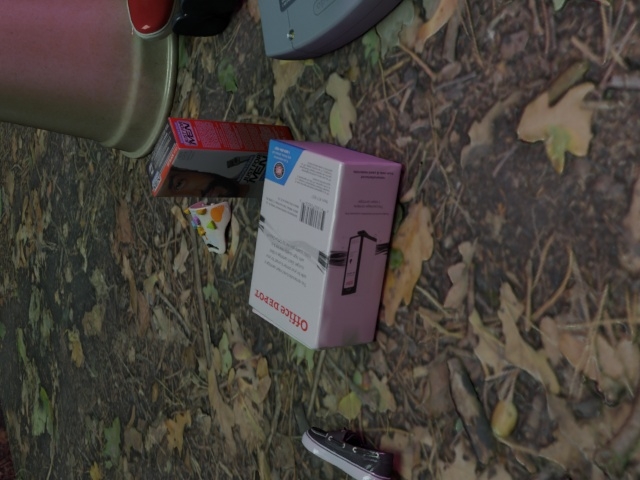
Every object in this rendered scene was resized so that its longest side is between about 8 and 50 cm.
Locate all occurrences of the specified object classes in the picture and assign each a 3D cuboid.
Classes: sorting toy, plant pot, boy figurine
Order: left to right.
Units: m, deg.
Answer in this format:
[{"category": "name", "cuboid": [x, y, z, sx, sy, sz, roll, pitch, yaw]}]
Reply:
[{"category": "plant pot", "cuboid": [-0.452, -0.315, 1.313, 0.333, 0.305, 0.334, 1, 91, 56]}, {"category": "boy figurine", "cuboid": [-0.190, -0.449, 1.119, 0.177, 0.092, 0.285, -39, 62, 59]}, {"category": "sorting toy", "cuboid": [-0.164, -0.017, 1.143, 0.083, 0.044, 0.075, 4, 113, 55]}]

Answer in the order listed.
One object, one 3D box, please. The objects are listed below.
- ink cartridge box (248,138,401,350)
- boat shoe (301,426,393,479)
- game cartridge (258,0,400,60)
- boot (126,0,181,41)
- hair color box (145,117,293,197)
[{"category": "ink cartridge box", "cuboid": [0.000, 0.000, 0.857, 0.148, 0.085, 0.203, 26, 112, 52]}, {"category": "boat shoe", "cuboid": [0.032, 0.233, 0.857, 0.142, 0.049, 0.040, 14, 83, 53]}, {"category": "game cartridge", "cuboid": [0.022, -0.327, 0.851, 0.297, 0.062, 0.198, -23, 76, 53]}, {"category": "boot", "cuboid": [-0.284, -0.441, 1.166, 0.176, 0.088, 0.245, 56, -155, -68]}, {"category": "hair color box", "cuboid": [-0.122, -0.100, 0.960, 0.093, 0.167, 0.053, -52, 50, 43]}]
